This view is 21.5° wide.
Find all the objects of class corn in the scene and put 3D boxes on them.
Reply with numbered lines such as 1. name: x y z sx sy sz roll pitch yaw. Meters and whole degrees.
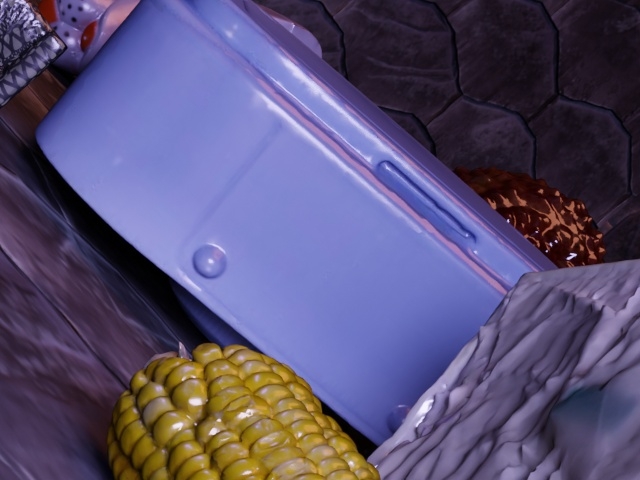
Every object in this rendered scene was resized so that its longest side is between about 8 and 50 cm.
1. corn: 0.002 0.114 0.531 0.238 0.080 0.080 49 2 40

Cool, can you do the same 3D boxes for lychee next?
1. lychee: 0.140 0.070 1.542 0.276 0.276 0.304 48 -18 -31

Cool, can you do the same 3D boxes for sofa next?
1. sofa: -0.206 -0.136 0.976 0.118 0.060 0.039 48 -2 -7

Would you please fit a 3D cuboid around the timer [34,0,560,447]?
1. timer: 0.000 0.000 1.065 0.395 0.173 0.395 40 6 -5

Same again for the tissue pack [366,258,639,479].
1. tissue pack: 0.211 0.190 0.649 0.380 0.207 0.297 45 -15 -13

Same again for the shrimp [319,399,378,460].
1. shrimp: 0.089 0.190 1.225 0.254 0.059 0.145 48 5 -22

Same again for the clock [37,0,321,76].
1. clock: -0.144 -0.160 1.489 0.254 0.189 0.189 35 -6 34
